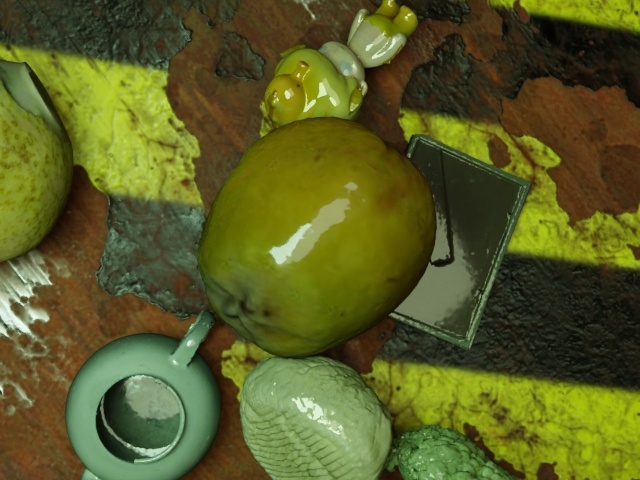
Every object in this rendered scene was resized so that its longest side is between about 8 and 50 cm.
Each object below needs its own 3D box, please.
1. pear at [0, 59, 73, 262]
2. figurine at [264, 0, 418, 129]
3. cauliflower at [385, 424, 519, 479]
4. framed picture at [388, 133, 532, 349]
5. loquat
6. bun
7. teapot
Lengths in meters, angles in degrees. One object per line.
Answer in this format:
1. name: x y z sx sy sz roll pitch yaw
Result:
1. pear: -0.422 -0.093 0.898 0.271 0.271 0.271 0 86 -7
2. figurine: 0.024 -0.226 1.026 0.246 0.131 0.156 -40 57 -6
3. cauliflower: 0.168 0.400 0.982 0.250 0.275 0.272 -30 123 27
4. framed picture: 0.170 0.001 1.077 0.189 0.023 0.260 21 84 -5
5. loquat: 0.000 0.000 0.926 0.276 0.276 0.284 44 62 -3
6. bun: -0.003 0.231 0.970 0.220 0.220 0.134 52 51 -2
7. teapot: -0.221 0.213 0.962 0.193 0.129 0.294 34 83 -5
